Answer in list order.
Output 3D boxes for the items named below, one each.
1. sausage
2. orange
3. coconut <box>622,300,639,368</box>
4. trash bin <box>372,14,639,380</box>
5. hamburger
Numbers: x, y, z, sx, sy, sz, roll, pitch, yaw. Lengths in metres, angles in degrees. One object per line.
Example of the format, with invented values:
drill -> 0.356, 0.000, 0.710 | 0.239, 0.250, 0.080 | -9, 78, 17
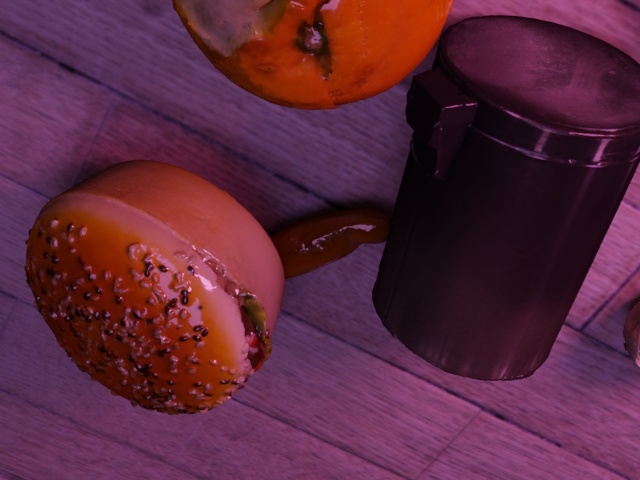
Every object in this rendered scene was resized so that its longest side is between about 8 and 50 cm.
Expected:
sausage -> 0.000, 0.000, 1.112 | 0.183, 0.054, 0.062 | -21, 156, 22
orange -> -0.005, -0.225, 0.841 | 0.240, 0.240, 0.240 | 4, 127, 6
coconut -> 0.396, 0.114, 1.101 | 0.124, 0.110, 0.110 | 41, 122, -12
trash bin -> 0.171, -0.034, 0.967 | 0.252, 0.203, 0.301 | -11, 134, -28
hamburger -> -0.177, 0.059, 1.078 | 0.300, 0.176, 0.300 | 18, 140, 16
